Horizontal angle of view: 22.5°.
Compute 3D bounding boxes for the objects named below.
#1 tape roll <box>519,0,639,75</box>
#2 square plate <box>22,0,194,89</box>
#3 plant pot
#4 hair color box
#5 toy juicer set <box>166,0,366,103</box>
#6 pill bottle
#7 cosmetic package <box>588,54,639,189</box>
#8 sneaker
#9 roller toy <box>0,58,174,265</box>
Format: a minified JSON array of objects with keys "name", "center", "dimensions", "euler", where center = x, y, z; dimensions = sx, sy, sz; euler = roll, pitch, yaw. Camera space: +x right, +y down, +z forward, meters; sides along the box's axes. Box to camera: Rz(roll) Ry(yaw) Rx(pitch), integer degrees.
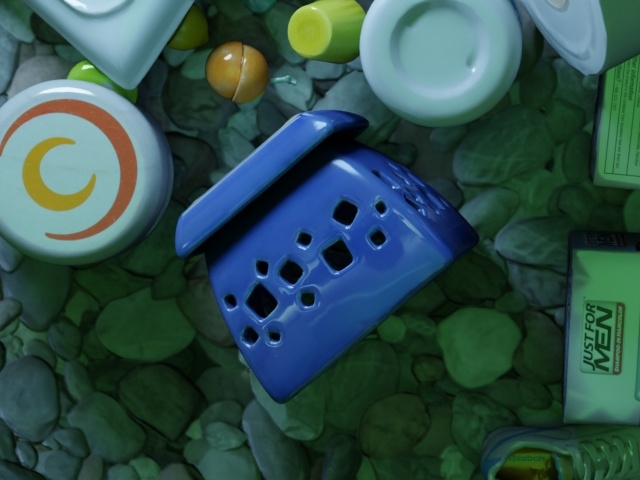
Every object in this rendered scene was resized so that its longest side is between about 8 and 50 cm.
[{"name":"tape roll","center":[0.228,-0.296,1.450],"dimensions":[0.100,0.286,0.286],"euler":[-27,97,-3]},{"name":"square plate","center":[-0.223,-0.386,1.602],"dimensions":[0.344,0.049,0.347],"euler":[40,103,17]},{"name":"plant pot","center":[0.000,0.000,1.620],"dimensions":[0.236,0.236,0.212],"euler":[-40,88,13]},{"name":"hair color box","center":[0.438,0.095,1.638],"dimensions":[0.374,0.113,0.185],"euler":[2,101,6]},{"name":"toy juicer set","center":[-0.097,-0.296,1.651],"dimensions":[0.209,0.089,0.329],"euler":[-30,83,33]},{"name":"pill bottle","center":[0.121,-0.195,1.539],"dimensions":[0.146,0.264,0.146],"euler":[1,101,7]},{"name":"cosmetic package","center":[0.429,-0.124,1.592],"dimensions":[0.309,0.113,0.160],"euler":[6,103,6]},{"name":"sneaker","center":[0.284,0.233,1.698],"dimensions":[0.228,0.092,0.087],"euler":[-10,99,8]},{"name":"roller toy","center":[-0.255,-0.069,1.676],"dimensions":[0.209,0.146,0.191],"euler":[-29,91,3]}]
